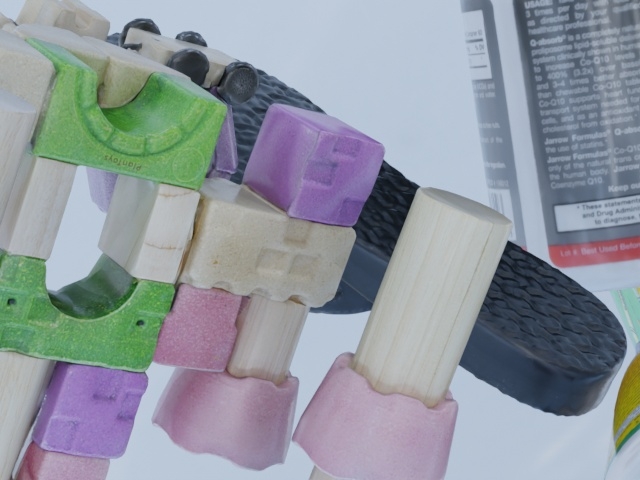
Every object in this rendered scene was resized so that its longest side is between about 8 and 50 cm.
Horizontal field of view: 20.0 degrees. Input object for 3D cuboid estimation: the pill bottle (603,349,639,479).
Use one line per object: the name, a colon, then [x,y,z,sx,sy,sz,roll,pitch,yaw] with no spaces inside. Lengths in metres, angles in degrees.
pill bottle: [0.214,0.109,0.971,0.117,0.117,0.208,-23,-170,19]

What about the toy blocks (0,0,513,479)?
toy blocks: [-0.128,0.044,0.791,0.288,0.309,0.260,11,105,-35]

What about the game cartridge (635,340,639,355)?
game cartridge: [0.292,0.099,1.439,0.083,0.056,0.017,-4,158,13]

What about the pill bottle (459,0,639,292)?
pill bottle: [0.226,-0.151,1.489,0.210,0.363,0.210,-9,-174,1]

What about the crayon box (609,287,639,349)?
crayon box: [0.349,0.000,1.722,0.165,0.278,0.081,-27,-167,-9]

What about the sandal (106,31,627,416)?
sandal: [0.000,0.001,1.277,0.167,0.446,0.107,-30,151,-56]
